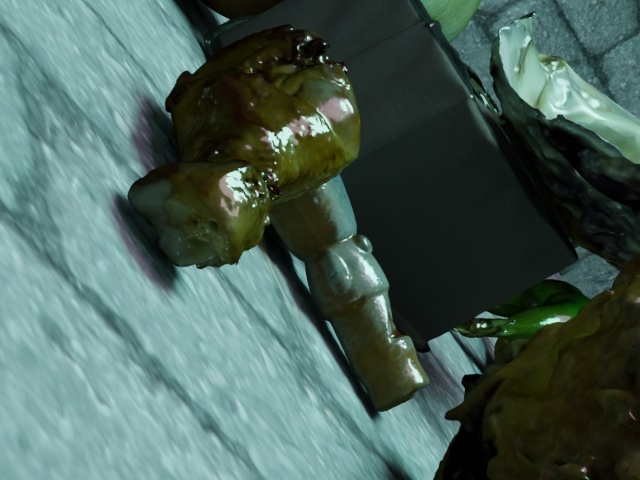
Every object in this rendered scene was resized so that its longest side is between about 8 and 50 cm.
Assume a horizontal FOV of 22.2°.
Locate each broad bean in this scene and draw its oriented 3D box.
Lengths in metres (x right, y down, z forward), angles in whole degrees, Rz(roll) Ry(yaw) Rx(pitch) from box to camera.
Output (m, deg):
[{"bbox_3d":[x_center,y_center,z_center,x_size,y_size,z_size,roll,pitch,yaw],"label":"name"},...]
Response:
[{"bbox_3d":[0.206,0.068,1.638,0.292,0.144,0.049,-37,130,-81],"label":"broad bean"}]

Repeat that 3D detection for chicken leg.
[{"bbox_3d":[-0.039,-0.043,0.824,0.251,0.107,0.087,-66,135,-68],"label":"chicken leg"}]

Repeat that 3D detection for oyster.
[{"bbox_3d":[0.207,-0.054,1.189,0.271,0.100,0.275,55,21,-16],"label":"oyster"}]

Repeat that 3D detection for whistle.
[{"bbox_3d":[0.000,0.000,0.986,0.220,0.057,0.107,63,6,6],"label":"whistle"}]

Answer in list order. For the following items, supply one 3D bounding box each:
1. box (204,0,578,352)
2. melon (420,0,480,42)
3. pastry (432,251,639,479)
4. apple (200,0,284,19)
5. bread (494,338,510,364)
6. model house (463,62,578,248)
[{"bbox_3d":[0.058,-0.063,1.196,0.252,0.153,0.188,50,13,-49],"label":"box"},{"bbox_3d":[0.041,-0.305,1.610,0.272,0.272,0.308,52,38,-35],"label":"melon"},{"bbox_3d":[0.257,0.183,0.850,0.405,0.337,0.292,60,17,15],"label":"pastry"},{"bbox_3d":[-0.036,-0.252,1.225,0.188,0.188,0.174,61,-5,17],"label":"apple"},{"bbox_3d":[0.215,0.135,1.591,0.239,0.093,0.074,-46,138,-82],"label":"bread"},{"bbox_3d":[0.167,-0.067,1.587,0.204,0.211,0.243,60,14,1],"label":"model house"}]
